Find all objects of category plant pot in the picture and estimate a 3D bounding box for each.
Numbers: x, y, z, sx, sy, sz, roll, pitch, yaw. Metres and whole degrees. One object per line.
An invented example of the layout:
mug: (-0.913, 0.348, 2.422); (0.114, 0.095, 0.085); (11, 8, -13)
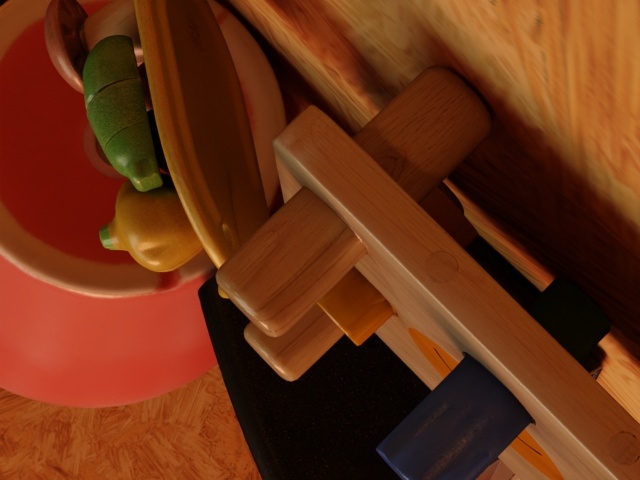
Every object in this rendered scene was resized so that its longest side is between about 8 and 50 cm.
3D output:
plant pot: (0.031, 0.069, 0.996); (0.167, 0.188, 0.187); (55, 178, 12)
plant pot: (-0.133, -0.039, 1.082); (0.275, 0.275, 0.243); (46, 166, 1)

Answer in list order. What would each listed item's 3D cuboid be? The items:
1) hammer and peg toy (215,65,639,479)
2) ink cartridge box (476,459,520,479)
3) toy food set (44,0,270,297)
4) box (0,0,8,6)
hammer and peg toy: (0.117, 0.099, 0.730); (0.361, 0.127, 0.266); (45, 174, 9)
ink cartridge box: (0.137, 0.197, 1.220); (0.092, 0.158, 0.218); (43, 174, 41)
toy food set: (-0.086, -0.069, 0.842); (0.128, 0.071, 0.217); (46, -151, -62)
box: (-0.233, -0.150, 1.395); (0.108, 0.153, 0.207); (45, 168, 29)
